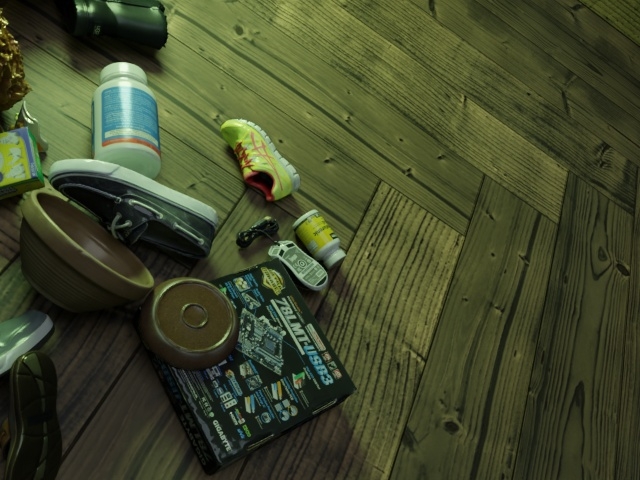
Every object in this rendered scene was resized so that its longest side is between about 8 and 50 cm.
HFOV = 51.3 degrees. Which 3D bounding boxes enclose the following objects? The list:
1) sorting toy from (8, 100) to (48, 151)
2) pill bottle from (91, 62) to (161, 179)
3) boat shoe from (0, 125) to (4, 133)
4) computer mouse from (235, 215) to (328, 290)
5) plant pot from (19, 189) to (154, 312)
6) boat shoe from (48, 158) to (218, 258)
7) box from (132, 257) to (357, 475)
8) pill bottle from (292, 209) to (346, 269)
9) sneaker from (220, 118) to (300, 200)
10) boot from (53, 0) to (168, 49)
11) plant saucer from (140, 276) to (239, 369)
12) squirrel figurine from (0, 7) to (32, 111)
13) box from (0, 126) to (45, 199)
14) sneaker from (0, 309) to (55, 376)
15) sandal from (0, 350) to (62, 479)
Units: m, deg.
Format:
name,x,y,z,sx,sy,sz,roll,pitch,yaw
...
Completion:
name,x,y,z,sx,sy,sz,roll,pitch,yaw
sorting toy,-0.524,-0.209,1.193,0.044,0.075,0.083,-24,74,-39
pill bottle,-0.369,-0.224,1.261,0.124,0.124,0.222,5,59,-27
boat shoe,-0.559,-0.150,1.160,0.056,0.048,0.153,-33,72,-14
computer mouse,-0.070,0.037,1.318,0.193,0.042,0.106,43,42,8
plant pot,-0.389,0.036,1.054,0.237,0.237,0.110,41,89,0
boat shoe,-0.324,-0.045,1.154,0.301,0.108,0.102,23,55,-28
box,-0.128,0.201,1.155,0.293,0.073,0.296,-20,70,-38
pill bottle,0.000,0.000,1.365,0.065,0.065,0.116,-29,78,-39
sneaker,-0.138,-0.166,1.385,0.208,0.081,0.094,44,51,2
boot,-0.449,-0.509,1.424,0.207,0.094,0.247,-3,53,-39
plant saucer,-0.209,0.129,1.096,0.168,0.029,0.169,15,52,-20
squirrel figurine,-0.622,-0.397,1.055,0.397,0.370,0.281,41,49,4
box,-0.557,-0.114,1.096,0.179,0.043,0.105,-18,69,-7
sneaker,-0.532,0.124,0.911,0.295,0.123,0.179,-32,112,-39
sandal,-0.415,0.265,0.930,0.090,0.060,0.220,1,85,-63
